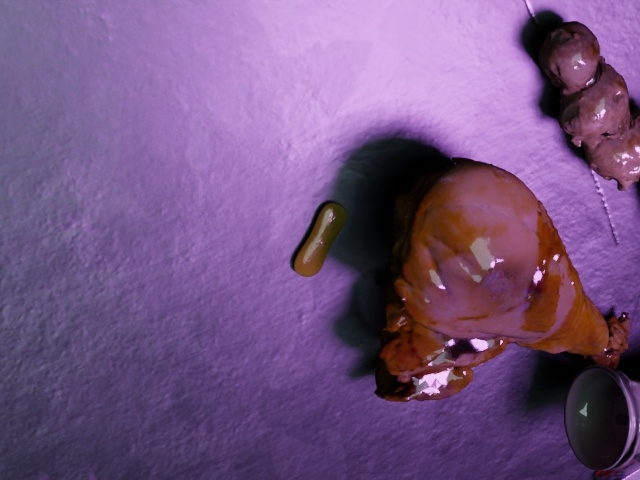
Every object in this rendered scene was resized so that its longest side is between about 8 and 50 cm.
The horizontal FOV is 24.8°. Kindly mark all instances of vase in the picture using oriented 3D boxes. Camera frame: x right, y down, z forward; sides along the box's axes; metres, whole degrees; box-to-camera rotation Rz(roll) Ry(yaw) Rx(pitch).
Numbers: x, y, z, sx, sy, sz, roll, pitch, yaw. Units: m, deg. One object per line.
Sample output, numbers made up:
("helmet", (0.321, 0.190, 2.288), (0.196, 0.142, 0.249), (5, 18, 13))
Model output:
("vase", (0.448, 0.202, 1.699), (0.321, 0.173, 0.173), (-1, 110, -27))

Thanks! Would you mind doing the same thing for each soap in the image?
("soap", (0.000, 0.000, 1.584), (0.034, 0.012, 0.089), (23, 101, -25))

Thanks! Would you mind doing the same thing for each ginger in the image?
("ginger", (0.303, -0.152, 1.594), (0.104, 0.080, 0.204), (-45, 116, -6))

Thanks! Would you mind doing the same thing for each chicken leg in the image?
("chicken leg", (0.191, 0.084, 1.622), (0.409, 0.182, 0.295), (27, 109, -41))

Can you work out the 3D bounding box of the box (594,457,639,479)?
("box", (0.412, 0.370, 1.845), (0.055, 0.039, 0.218), (-31, 116, -7))
